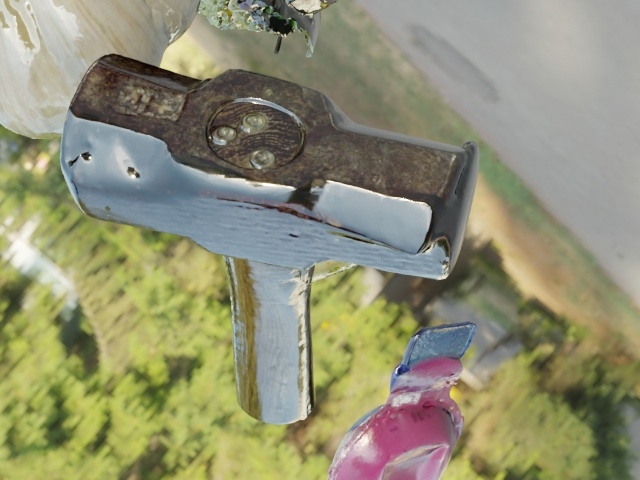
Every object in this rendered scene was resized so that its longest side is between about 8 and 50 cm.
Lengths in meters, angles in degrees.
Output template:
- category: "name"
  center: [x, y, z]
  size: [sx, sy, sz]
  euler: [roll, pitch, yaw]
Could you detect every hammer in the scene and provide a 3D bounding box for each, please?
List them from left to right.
- category: "hammer"
  center: [-0.033, 0.040, 0.950]
  size: [0.242, 0.095, 0.409]
  euler: [14, 149, 7]

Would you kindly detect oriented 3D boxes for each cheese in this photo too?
- category: "cheese"
  center: [0.080, 0.175, 1.290]
  size: [0.155, 0.244, 0.062]
  euler: [-7, -142, -35]

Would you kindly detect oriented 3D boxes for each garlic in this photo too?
- category: "garlic"
  center: [-0.190, -0.186, 0.963]
  size: [0.228, 0.228, 0.152]
  euler: [38, 174, 37]

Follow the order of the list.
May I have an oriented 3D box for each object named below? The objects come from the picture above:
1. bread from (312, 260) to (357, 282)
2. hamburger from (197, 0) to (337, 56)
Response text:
- category: "bread"
  center: [0.000, 0.000, 1.283]
  size: [0.028, 0.153, 0.068]
  euler: [108, 142, -74]
- category: "hamburger"
  center: [-0.058, -0.289, 1.199]
  size: [0.138, 0.243, 0.262]
  euler: [-4, 154, 21]
